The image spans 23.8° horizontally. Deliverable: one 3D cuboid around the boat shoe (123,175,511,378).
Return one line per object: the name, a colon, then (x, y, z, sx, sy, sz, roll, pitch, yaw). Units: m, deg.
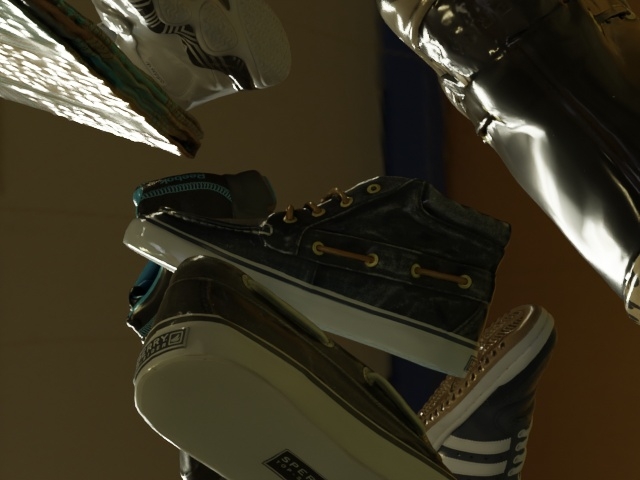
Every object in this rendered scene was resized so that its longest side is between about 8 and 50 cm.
boat shoe: (0.000, 0.000, 0.752, 0.065, 0.183, 0.083, 98, -169, -84)

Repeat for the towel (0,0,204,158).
towel: (-0.248, -0.157, 1.019, 0.040, 0.271, 0.370, -68, -18, -8)

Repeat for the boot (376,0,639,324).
boot: (0.203, -0.051, 0.970, 0.284, 0.138, 0.377, 52, -169, 22)

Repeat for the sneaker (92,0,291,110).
sneaker: (-0.218, -0.249, 1.725, 0.366, 0.210, 0.137, 31, -135, -44)

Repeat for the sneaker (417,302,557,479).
sneaker: (0.148, 0.187, 1.261, 0.153, 0.282, 0.099, 36, -151, 0)

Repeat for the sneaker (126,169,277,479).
sneaker: (-0.128, 0.091, 1.510, 0.139, 0.125, 0.341, 1, -73, -14)

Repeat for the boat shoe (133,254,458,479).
boat shoe: (0.014, 0.088, 0.642, 0.219, 0.077, 0.070, 45, -146, -28)
